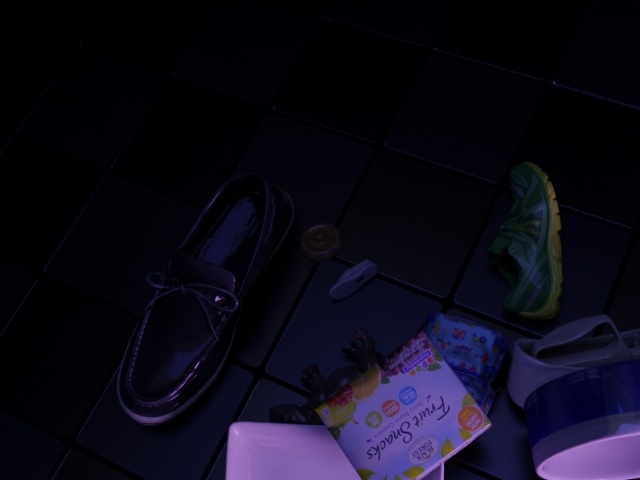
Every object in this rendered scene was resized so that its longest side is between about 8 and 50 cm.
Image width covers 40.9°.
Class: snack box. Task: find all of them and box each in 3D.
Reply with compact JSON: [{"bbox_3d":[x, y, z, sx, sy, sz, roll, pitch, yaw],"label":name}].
[{"bbox_3d":[0.126,0.269,1.301,0.207,0.070,0.174,-36,71,3],"label":"snack box"}]

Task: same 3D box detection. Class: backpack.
[{"bbox_3d":[0.212,0.221,1.390,0.158,0.117,0.173,21,72,20],"label":"backpack"}]

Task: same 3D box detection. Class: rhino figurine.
[{"bbox_3d":[0.009,0.259,1.430,0.243,0.073,0.106,-36,70,-5],"label":"rhino figurine"}]

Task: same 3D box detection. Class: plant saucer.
[{"bbox_3d":[0.000,0.000,1.593,0.083,0.015,0.083,-4,64,8],"label":"plant saucer"}]

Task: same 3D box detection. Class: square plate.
[{"bbox_3d":[0.017,0.459,1.318,0.344,0.049,0.347,0,70,6],"label":"square plate"}]

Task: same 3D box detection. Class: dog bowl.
[{"bbox_3d":[0.434,0.267,1.242,0.265,0.265,0.104,-8,60,6],"label":"dog bowl"}]

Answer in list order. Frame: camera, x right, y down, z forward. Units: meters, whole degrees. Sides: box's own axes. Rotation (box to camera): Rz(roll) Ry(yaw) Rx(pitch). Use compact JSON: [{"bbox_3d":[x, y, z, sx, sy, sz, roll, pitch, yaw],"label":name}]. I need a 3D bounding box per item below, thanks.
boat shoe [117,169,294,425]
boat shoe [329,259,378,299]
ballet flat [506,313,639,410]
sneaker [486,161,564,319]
[{"bbox_3d":[-0.210,0.086,1.512,0.187,0.156,0.500,24,72,18],"label":"boat shoe"},{"bbox_3d":[0.055,0.068,1.543,0.100,0.035,0.035,-37,36,-5],"label":"boat shoe"},{"bbox_3d":[0.487,0.171,1.339,0.400,0.139,0.139,-13,62,6],"label":"ballet flat"},{"bbox_3d":[0.349,-0.009,1.482,0.123,0.109,0.295,-1,64,5],"label":"sneaker"}]
